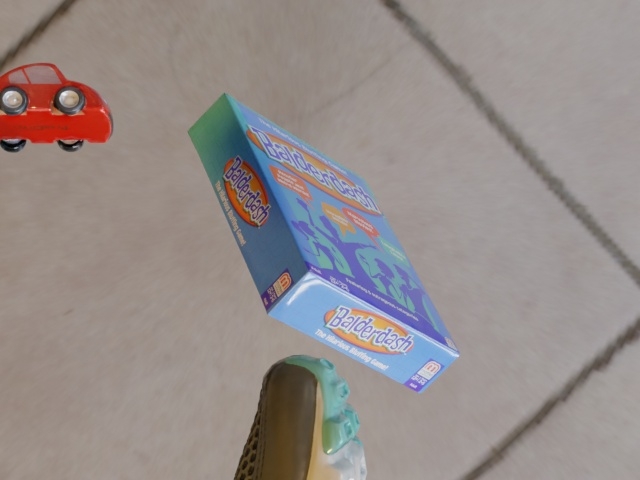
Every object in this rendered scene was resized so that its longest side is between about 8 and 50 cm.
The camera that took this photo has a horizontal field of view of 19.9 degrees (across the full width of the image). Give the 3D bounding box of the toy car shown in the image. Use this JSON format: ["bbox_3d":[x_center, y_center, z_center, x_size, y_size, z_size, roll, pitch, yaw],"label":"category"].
[{"bbox_3d":[-0.296,-0.111,1.312,0.239,0.225,0.053,-16,60,23],"label":"toy car"}]

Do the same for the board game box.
[{"bbox_3d":[0.000,0.000,1.320,0.160,0.210,0.047,29,113,-39],"label":"board game box"}]

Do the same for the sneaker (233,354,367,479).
[{"bbox_3d":[-0.036,0.104,0.433,0.076,0.065,0.166,15,85,7],"label":"sneaker"}]
